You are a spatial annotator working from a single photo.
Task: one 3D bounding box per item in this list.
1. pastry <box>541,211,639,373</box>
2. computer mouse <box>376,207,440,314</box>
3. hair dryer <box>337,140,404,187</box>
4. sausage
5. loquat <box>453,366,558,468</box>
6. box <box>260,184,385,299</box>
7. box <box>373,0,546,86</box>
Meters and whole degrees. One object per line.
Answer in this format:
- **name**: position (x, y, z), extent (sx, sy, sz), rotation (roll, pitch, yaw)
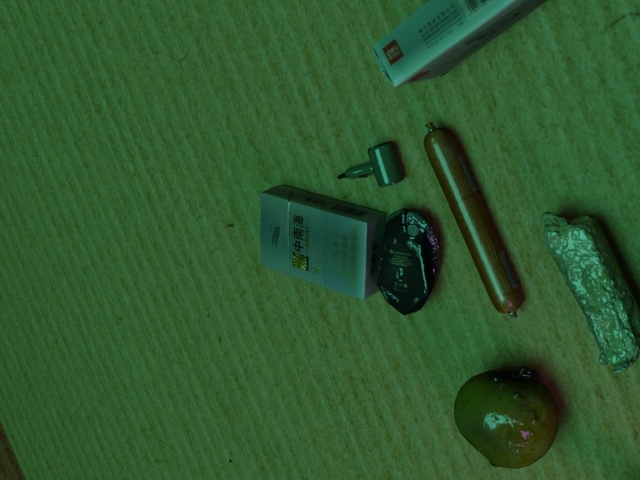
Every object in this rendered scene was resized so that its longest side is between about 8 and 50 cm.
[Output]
- **pastry**: position (0.414, 0.065, 1.497), extent (0.089, 0.121, 0.258), rotation (-24, 85, 16)
- **computer mouse**: position (0.156, 0.037, 1.719), extent (0.106, 0.062, 0.192), rotation (14, 110, 35)
- **hair dryer**: position (0.079, -0.124, 1.737), extent (0.150, 0.047, 0.071), rotation (-10, 99, 52)
- **sausage**: position (0.248, -0.033, 1.621), extent (0.053, 0.053, 0.347), rotation (-21, 94, 42)
- **loquat**: position (0.305, 0.298, 1.646), extent (0.172, 0.149, 0.204), rotation (20, 130, 27)
- **box**: position (0.000, 0.000, 1.824), extent (0.243, 0.067, 0.155), rotation (16, 115, 33)
- **box**: position (0.215, -0.329, 1.477), extent (0.269, 0.135, 0.079), rotation (-32, 83, 41)
